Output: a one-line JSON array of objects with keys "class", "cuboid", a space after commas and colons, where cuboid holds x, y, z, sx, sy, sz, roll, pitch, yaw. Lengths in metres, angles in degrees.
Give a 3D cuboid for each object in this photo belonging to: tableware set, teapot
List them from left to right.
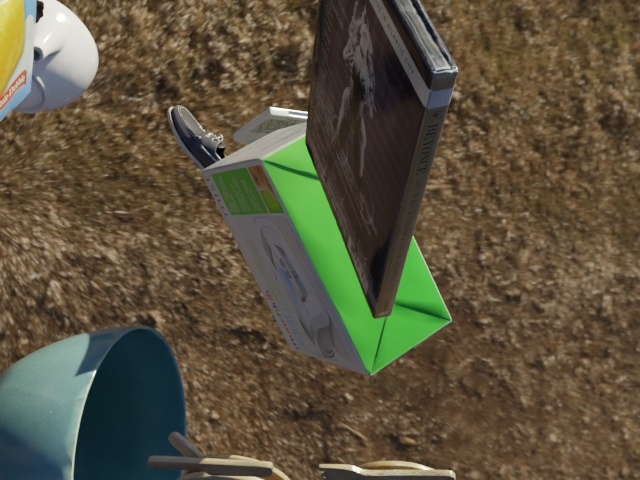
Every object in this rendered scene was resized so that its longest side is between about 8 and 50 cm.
[{"class": "teapot", "cuboid": [-0.556, -0.326, 1.628, 0.253, 0.256, 0.187, 14, 58, 15]}, {"class": "tableware set", "cuboid": [-0.002, 0.164, 0.568, 0.194, 0.039, 0.128, 0, 136, 10]}]

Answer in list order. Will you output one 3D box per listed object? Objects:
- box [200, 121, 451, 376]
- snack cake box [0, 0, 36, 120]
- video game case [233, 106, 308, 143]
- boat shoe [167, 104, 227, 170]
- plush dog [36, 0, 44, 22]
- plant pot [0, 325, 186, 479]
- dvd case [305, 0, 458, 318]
[{"class": "box", "cuboid": [0.000, 0.000, 1.011, 0.127, 0.231, 0.262, -31, 103, -21]}, {"class": "snack cake box", "cuboid": [-0.284, -0.088, 0.482, 0.152, 0.264, 0.089, 17, 123, -1]}, {"class": "video game case", "cuboid": [-0.067, -0.209, 1.635, 0.143, 0.157, 0.019, 3, 77, -30]}, {"class": "boat shoe", "cuboid": [-0.176, -0.149, 1.454, 0.065, 0.075, 0.206, -36, 88, 22]}, {"class": "plush dog", "cuboid": [-0.371, -0.206, 0.732, 0.262, 0.225, 0.210, 30, 110, -7]}, {"class": "plant pot", "cuboid": [-0.300, 0.242, 1.012, 0.196, 0.290, 0.290, 0, 94, 14]}, {"class": "dvd case", "cuboid": [0.027, -0.078, 0.537, 0.018, 0.221, 0.164, -11, 56, -13]}]
